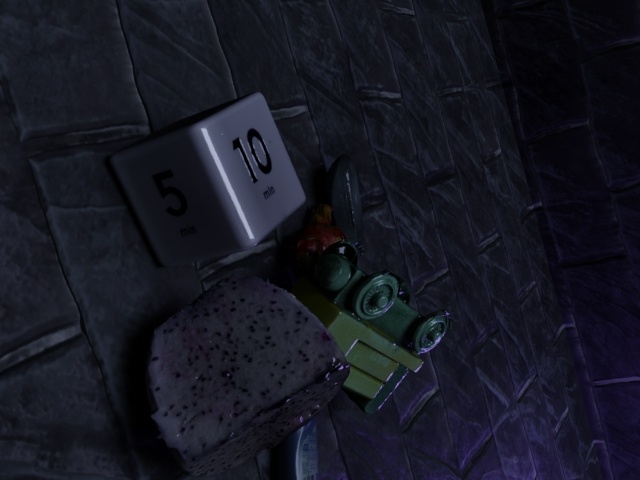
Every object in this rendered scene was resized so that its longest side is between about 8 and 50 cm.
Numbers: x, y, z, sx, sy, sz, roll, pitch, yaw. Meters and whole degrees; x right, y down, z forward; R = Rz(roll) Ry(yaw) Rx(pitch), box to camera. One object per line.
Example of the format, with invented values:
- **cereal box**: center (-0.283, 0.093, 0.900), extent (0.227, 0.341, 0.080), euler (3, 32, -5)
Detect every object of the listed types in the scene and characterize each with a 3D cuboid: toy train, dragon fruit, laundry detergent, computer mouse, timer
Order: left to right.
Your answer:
- **timer**: center (-0.168, -0.094, 1.114), extent (0.192, 0.194, 0.195), euler (-45, 118, -53)
- **dragon fruit**: center (-0.123, 0.198, 1.082), extent (0.221, 0.283, 0.204), euler (53, -16, 17)
- **laundry detergent**: center (-0.039, 0.338, 1.287), extent (0.096, 0.061, 0.206), euler (24, 59, -52)
- **dragon fruit**: center (0.000, 0.000, 1.425), extent (0.246, 0.125, 0.125), euler (-91, 180, -51)
- **computer mouse**: center (0.048, -0.072, 1.560), extent (0.113, 0.068, 0.229), euler (-49, 132, -68)
- **toy train**: center (0.073, 0.165, 1.325), extent (0.253, 0.160, 0.397), euler (-53, 139, 1)
